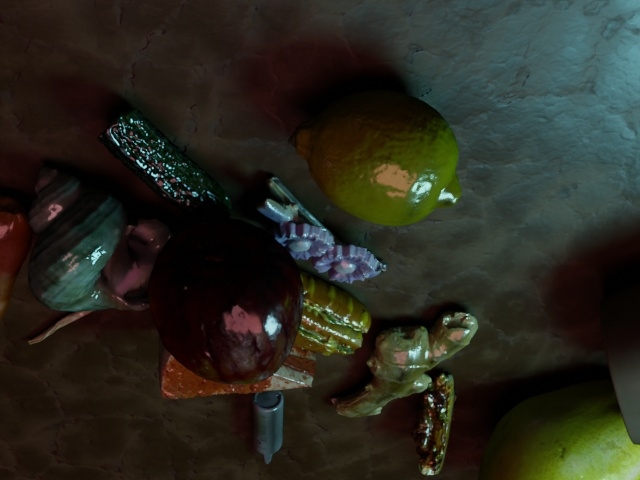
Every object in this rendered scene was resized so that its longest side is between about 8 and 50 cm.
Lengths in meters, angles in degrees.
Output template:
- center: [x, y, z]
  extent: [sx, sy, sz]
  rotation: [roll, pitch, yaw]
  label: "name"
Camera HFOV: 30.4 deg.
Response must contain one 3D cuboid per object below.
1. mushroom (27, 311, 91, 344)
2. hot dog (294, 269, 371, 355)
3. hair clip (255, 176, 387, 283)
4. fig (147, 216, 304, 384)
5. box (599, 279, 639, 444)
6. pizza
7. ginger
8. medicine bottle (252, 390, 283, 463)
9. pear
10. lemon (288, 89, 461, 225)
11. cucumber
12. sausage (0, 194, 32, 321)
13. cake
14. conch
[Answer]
- center: [-0.374, 0.110, 1.926]
  extent: [0.286, 0.026, 0.028]
  rotation: [-30, 113, 26]
  label: "mushroom"
- center: [-0.037, 0.107, 1.888]
  extent: [0.269, 0.072, 0.115]
  rotation: [24, 101, -25]
  label: "hot dog"
- center: [0.000, 0.000, 1.811]
  extent: [0.106, 0.084, 0.292]
  rotation: [-19, 141, 39]
  label: "hair clip"
- center: [-0.128, 0.095, 1.714]
  extent: [0.224, 0.224, 0.263]
  rotation: [-13, 107, 9]
  label: "fig"
- center: [0.579, 0.188, 1.891]
  extent: [0.216, 0.301, 0.301]
  rotation: [-12, 135, 17]
  label: "box"
- center: [0.202, 0.319, 2.121]
  extent: [0.069, 0.154, 0.194]
  rotation: [8, 115, 14]
  label: "pizza"
- center: [0.132, 0.221, 2.035]
  extent: [0.148, 0.081, 0.334]
  rotation: [8, 137, -33]
  label: "ginger"
- center: [-0.097, 0.349, 2.155]
  extent: [0.057, 0.058, 0.199]
  rotation: [0, 136, -4]
  label: "medicine bottle"
- center: [0.432, 0.387, 2.086]
  extent: [0.285, 0.285, 0.336]
  rotation: [22, 90, -24]
  label: "pear"
- center: [0.081, -0.117, 1.623]
  extent: [0.248, 0.184, 0.184]
  rotation: [21, 132, 0]
  label: "lemon"
- center: [-0.217, -0.098, 1.690]
  extent: [0.077, 0.077, 0.265]
  rotation: [-29, 129, 22]
  label: "cucumber"
- center: [-0.507, 0.043, 1.806]
  extent: [0.089, 0.083, 0.300]
  rotation: [6, 138, -28]
  label: "sausage"
- center: [-0.151, 0.186, 1.921]
  extent: [0.262, 0.158, 0.159]
  rotation: [22, 134, -25]
  label: "cake"
- center: [-0.333, 0.011, 1.733]
  extent: [0.220, 0.195, 0.277]
  rotation: [-39, 107, -12]
  label: "conch"
